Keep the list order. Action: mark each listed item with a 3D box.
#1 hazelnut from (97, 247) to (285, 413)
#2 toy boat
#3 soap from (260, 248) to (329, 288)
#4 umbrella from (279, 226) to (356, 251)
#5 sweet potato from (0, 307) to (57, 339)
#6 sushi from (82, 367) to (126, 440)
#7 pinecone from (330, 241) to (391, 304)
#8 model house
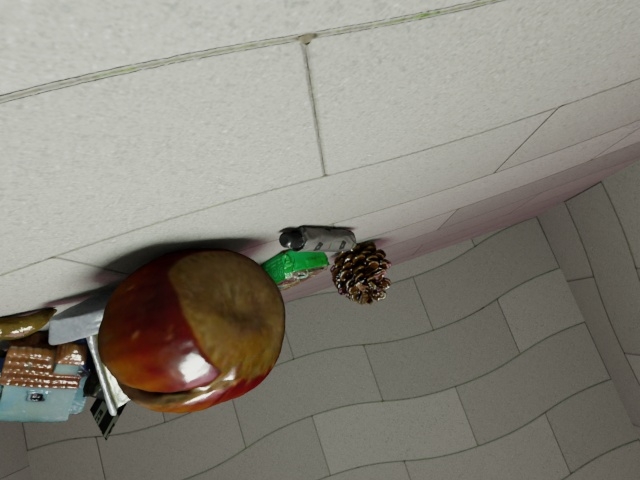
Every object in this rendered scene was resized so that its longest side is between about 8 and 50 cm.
[{"bbox_3d":[-0.277,0.205,0.958,0.410,0.358,0.359,-1,160,-46],"label":"hazelnut"},{"bbox_3d":[-0.493,0.241,1.079,0.276,0.293,0.111,-37,-148,-25],"label":"toy boat"},{"bbox_3d":[-0.124,0.111,1.434,0.218,0.097,0.273,-9,165,-40],"label":"soap"},{"bbox_3d":[0.000,0.000,1.195,0.073,0.067,0.337,-38,160,25],"label":"umbrella"},{"bbox_3d":[-0.744,0.202,0.973,0.250,0.059,0.069,0,138,-50],"label":"sweet potato"},{"bbox_3d":[-0.589,0.332,1.226,0.100,0.372,0.296,36,157,-28],"label":"sushi"},{"bbox_3d":[0.155,0.134,1.657,0.244,0.243,0.257,-25,-152,28],"label":"pinecone"},{"bbox_3d":[-0.823,0.359,1.281,0.295,0.251,0.329,15,127,-30],"label":"model house"}]
